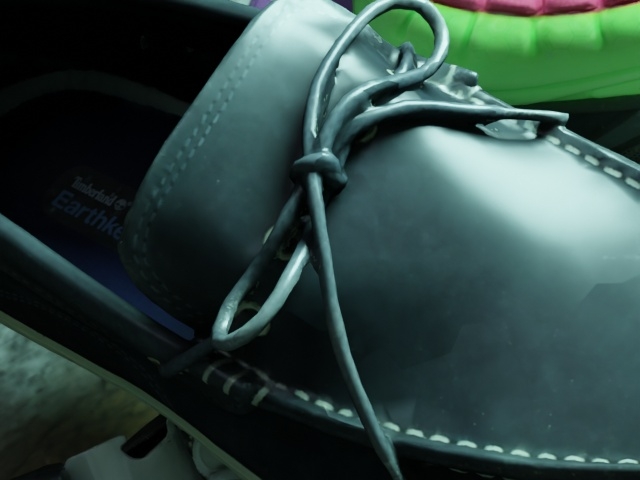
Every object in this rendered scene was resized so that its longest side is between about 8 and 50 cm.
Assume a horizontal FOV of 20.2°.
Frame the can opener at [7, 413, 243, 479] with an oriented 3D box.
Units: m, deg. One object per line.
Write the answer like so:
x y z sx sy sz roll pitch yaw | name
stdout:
-0.122 0.136 0.811 0.280 0.074 0.093 -21 7 -5 | can opener

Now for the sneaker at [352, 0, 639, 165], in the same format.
0.260 -0.081 0.788 0.482 0.202 0.185 11 70 18 | sneaker

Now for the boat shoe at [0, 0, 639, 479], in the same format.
0.000 0.000 0.711 0.500 0.156 0.187 20 63 34 | boat shoe

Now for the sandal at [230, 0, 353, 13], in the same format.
0.136 -0.168 0.939 0.416 0.169 0.102 -29 23 -12 | sandal
